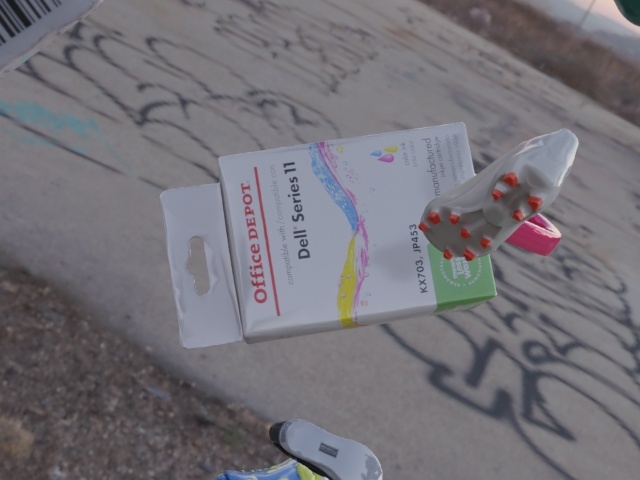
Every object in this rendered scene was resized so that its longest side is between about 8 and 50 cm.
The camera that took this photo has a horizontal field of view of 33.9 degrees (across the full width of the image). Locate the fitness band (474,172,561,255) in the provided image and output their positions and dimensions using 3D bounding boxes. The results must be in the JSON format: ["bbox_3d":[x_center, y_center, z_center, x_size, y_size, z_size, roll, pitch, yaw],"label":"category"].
[{"bbox_3d":[0.290,-0.057,1.775,0.290,0.054,0.209,17,19,-45],"label":"fitness band"}]

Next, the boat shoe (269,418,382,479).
[{"bbox_3d":[0.007,0.221,1.088,0.142,0.049,0.040,37,-22,-30],"label":"boat shoe"}]

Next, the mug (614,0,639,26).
[{"bbox_3d":[0.272,-0.242,0.810,0.097,0.158,0.129,0,11,17],"label":"mug"}]

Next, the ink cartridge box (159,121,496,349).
[{"bbox_3d":[0.000,0.000,1.185,0.353,0.207,0.119,-9,-8,-5],"label":"ink cartridge box"}]

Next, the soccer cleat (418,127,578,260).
[{"bbox_3d":[0.154,-0.036,0.907,0.068,0.076,0.196,48,-28,-4],"label":"soccer cleat"}]

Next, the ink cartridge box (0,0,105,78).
[{"bbox_3d":[-0.166,-0.083,0.464,0.066,0.189,0.232,56,8,-11],"label":"ink cartridge box"}]

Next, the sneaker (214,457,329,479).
[{"bbox_3d":[-0.062,0.289,1.235,0.126,0.091,0.240,29,15,-3],"label":"sneaker"}]
